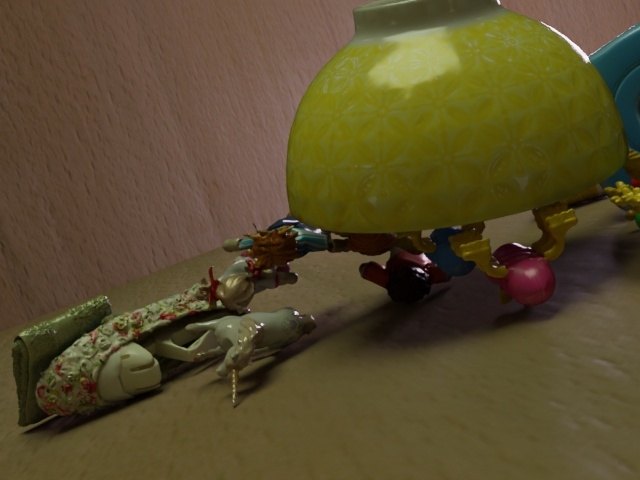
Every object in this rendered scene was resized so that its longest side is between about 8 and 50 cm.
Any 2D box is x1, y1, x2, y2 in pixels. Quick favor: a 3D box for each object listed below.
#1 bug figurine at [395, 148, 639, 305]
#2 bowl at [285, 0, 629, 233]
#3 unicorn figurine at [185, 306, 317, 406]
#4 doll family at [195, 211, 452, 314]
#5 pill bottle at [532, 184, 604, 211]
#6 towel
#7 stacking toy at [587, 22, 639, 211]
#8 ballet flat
[{"bbox_3d":[0.201,-0.011,0.676,0.279,0.072,0.216,-17,10,6],"label":"bug figurine"},{"bbox_3d":[0.097,-0.127,0.708,0.290,0.156,0.289,-12,17,4],"label":"bowl"},{"bbox_3d":[-0.065,0.087,0.755,0.111,0.060,0.162,-16,8,44],"label":"unicorn figurine"},{"bbox_3d":[0.000,0.000,0.835,0.263,0.118,0.163,-4,10,9],"label":"doll family"},{"bbox_3d":[0.295,-0.075,0.991,0.116,0.065,0.065,-19,6,20],"label":"pill bottle"},{"bbox_3d":[-0.256,0.124,0.859,0.110,0.027,0.148,-27,-33,-37],"label":"towel"},{"bbox_3d":[0.386,-0.130,0.888,0.175,0.165,0.302,-33,-13,30],"label":"stacking toy"},{"bbox_3d":[-0.164,0.107,0.854,0.077,0.091,0.241,22,39,41],"label":"ballet flat"}]
